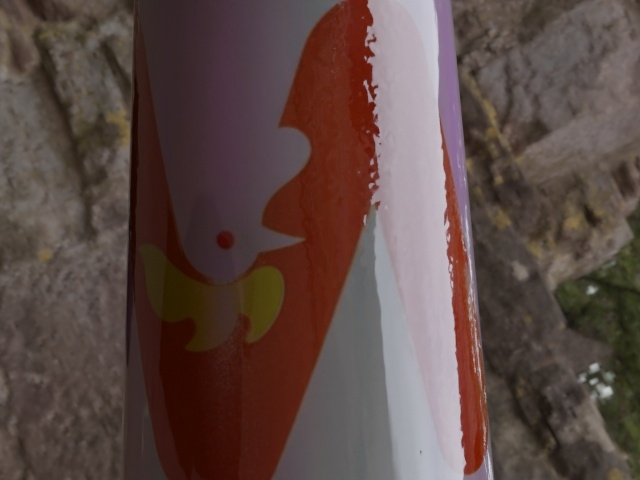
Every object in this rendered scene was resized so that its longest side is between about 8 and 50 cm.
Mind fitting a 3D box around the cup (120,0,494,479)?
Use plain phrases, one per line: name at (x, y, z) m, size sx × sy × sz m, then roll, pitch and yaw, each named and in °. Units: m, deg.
cup at (-0.011, -0.002, 0.498) m, size 0.203 × 0.203 × 0.288 m, roll -140°, pitch -132°, yaw -71°
